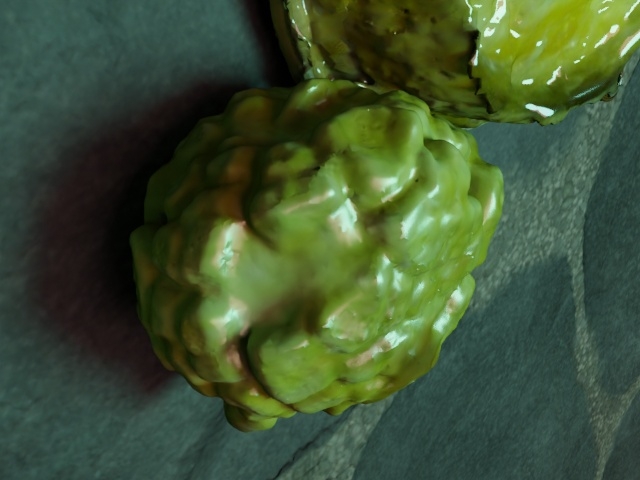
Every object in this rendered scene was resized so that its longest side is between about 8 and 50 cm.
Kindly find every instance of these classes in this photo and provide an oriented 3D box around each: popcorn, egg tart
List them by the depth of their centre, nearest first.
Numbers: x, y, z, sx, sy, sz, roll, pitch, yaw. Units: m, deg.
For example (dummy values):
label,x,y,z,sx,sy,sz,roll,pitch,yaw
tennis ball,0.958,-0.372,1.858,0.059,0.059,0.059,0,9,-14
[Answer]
label,x,y,z,sx,sy,sz,roll,pitch,yaw
popcorn,0.001,0.010,0.479,0.235,0.181,0.217,-27,128,-29
egg tart,0.137,-0.198,0.502,0.345,0.132,0.345,-22,133,-25

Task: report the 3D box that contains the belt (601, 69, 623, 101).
label,x,y,z,sx,sy,sz,roll,pitch,yaw
belt,0.287,-0.179,0.786,0.083,0.036,0.059,37,80,-50
